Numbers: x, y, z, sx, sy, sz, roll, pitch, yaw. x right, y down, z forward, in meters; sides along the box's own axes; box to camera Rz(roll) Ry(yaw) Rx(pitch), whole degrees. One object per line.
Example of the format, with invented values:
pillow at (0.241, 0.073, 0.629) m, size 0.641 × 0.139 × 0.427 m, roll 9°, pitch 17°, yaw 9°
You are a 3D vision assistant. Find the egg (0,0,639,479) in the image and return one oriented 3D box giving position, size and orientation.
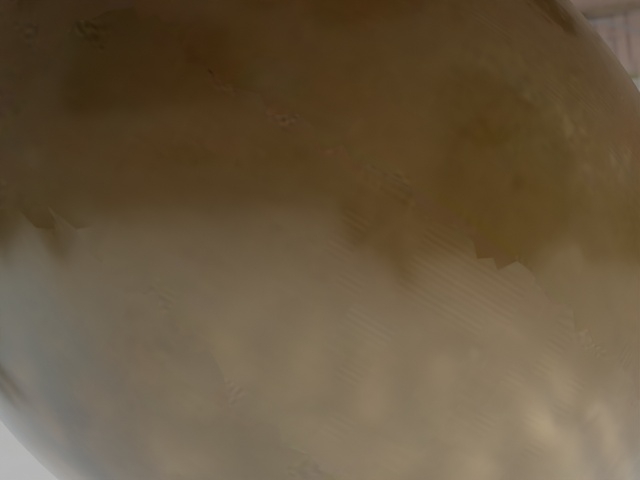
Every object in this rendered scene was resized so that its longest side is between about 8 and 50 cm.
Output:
egg at (0.000, 0.000, 0.630) m, size 0.374 × 0.301 × 0.301 m, roll 37°, pitch 174°, yaw -8°
